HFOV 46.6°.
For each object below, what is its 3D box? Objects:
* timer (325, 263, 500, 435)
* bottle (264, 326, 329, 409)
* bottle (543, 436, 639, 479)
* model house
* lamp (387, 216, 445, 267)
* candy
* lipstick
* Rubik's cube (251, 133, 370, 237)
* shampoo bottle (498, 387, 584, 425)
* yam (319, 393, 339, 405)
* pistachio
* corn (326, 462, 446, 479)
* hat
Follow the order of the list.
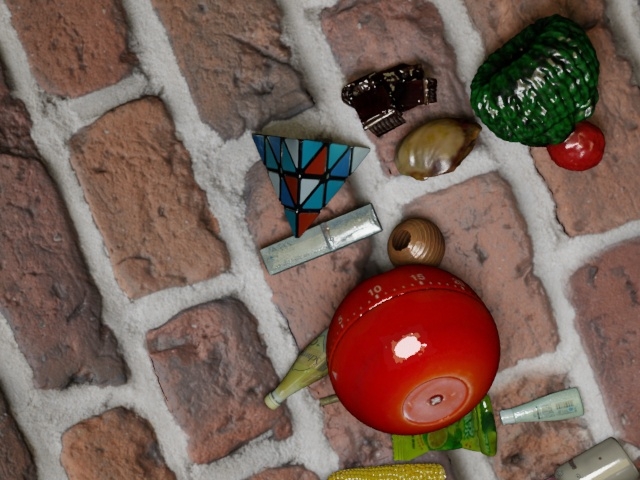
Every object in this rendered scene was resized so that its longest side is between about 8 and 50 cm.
[{"bbox_3d":[0.200,0.246,1.610,0.378,0.279,0.378,-8,126,-11],"label":"timer"},{"bbox_3d":[-0.028,0.305,1.771,0.269,0.083,0.083,-44,90,6],"label":"bottle"},{"bbox_3d":[0.609,0.558,1.724,0.233,0.110,0.110,-34,91,8],"label":"bottle"},{"bbox_3d":[0.159,-0.326,1.662,0.203,0.164,0.141,-29,97,5],"label":"model house"},{"bbox_3d":[0.219,0.016,1.700,0.136,0.136,0.136,0,95,5],"label":"lamp"},{"bbox_3d":[0.289,0.446,1.764,0.246,0.069,0.149,-7,99,1],"label":"candy"},{"bbox_3d":[0.000,0.000,1.745,0.289,0.077,0.076,-24,89,8],"label":"lipstick"},{"bbox_3d":[0.020,-0.152,1.710,0.234,0.284,0.250,-17,101,-23],"label":"Rubik's cube"},{"bbox_3d":[0.518,0.400,1.751,0.190,0.041,0.069,-14,99,7],"label":"shampoo bottle"},{"bbox_3d":[0.054,0.378,1.803,0.116,0.021,0.021,-16,93,8],"label":"yam"},{"bbox_3d":[0.268,-0.209,1.685,0.210,0.130,0.165,-30,52,7],"label":"pistachio"},{"bbox_3d":[0.146,0.585,1.775,0.310,0.101,0.101,-8,94,3],"label":"corn"},{"bbox_3d":[0.509,-0.296,1.627,0.274,0.242,0.332,-32,116,29],"label":"hat"}]
